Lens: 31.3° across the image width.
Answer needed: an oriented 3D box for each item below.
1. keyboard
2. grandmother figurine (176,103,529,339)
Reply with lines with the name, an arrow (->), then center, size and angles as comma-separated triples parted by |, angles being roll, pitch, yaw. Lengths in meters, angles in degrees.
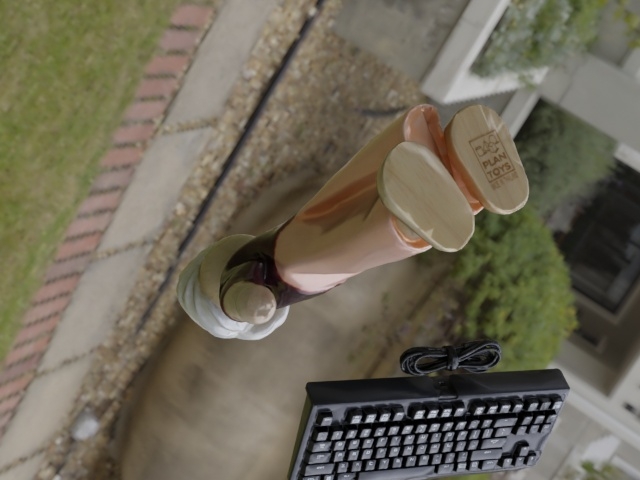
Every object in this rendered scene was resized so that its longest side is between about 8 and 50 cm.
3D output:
keyboard -> 0.071, 0.108, 0.700 | 0.180, 0.023, 0.108 | 0, 118, -25
grandmother figurine -> 0.000, 0.000, 0.848 | 0.208, 0.104, 0.342 | -20, 176, -39
